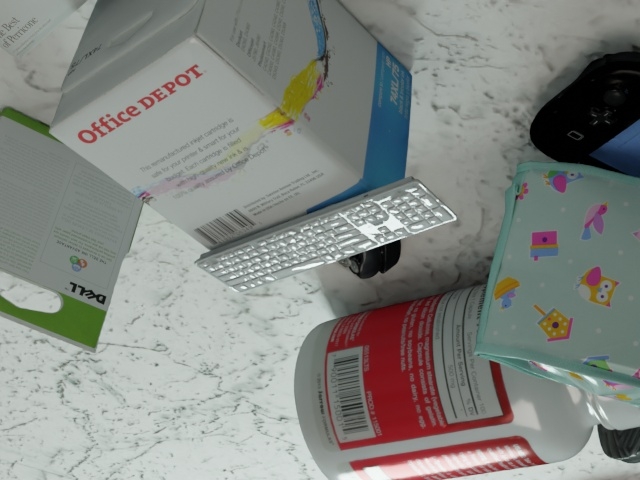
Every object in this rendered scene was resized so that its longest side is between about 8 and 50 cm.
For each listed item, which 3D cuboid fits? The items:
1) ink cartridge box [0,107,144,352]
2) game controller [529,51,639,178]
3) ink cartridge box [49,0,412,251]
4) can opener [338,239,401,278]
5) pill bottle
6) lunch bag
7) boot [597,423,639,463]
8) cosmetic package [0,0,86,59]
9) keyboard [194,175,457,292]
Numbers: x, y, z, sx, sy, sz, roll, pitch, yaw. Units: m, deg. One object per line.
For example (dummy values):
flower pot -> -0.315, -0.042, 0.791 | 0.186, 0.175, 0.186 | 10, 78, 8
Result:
ink cartridge box -> -0.317, 0.004, 1.183 | 0.189, 0.255, 0.097 | 26, 139, -19
game controller -> 0.376, -0.085, 1.091 | 0.319, 0.067, 0.166 | 24, 139, -17
ink cartridge box -> -0.074, -0.133, 1.013 | 0.198, 0.197, 0.270 | -24, 132, 34
can opener -> 0.049, -0.023, 1.251 | 0.059, 0.073, 0.186 | 34, 151, 35
pill bottle -> 0.192, 0.172, 1.315 | 0.408, 0.229, 0.229 | -15, 136, 27
lunch bag -> 0.300, 0.049, 1.089 | 0.262, 0.223, 0.160 | 15, 170, 7
boot -> 0.637, 0.218, 1.372 | 0.445, 0.146, 0.367 | 13, 143, -13
cosmetic package -> -0.249, -0.268, 0.990 | 0.239, 0.060, 0.099 | -28, 128, 37
keyboard -> 0.000, 0.000, 0.997 | 0.256, 0.014, 0.072 | -19, 137, 31
